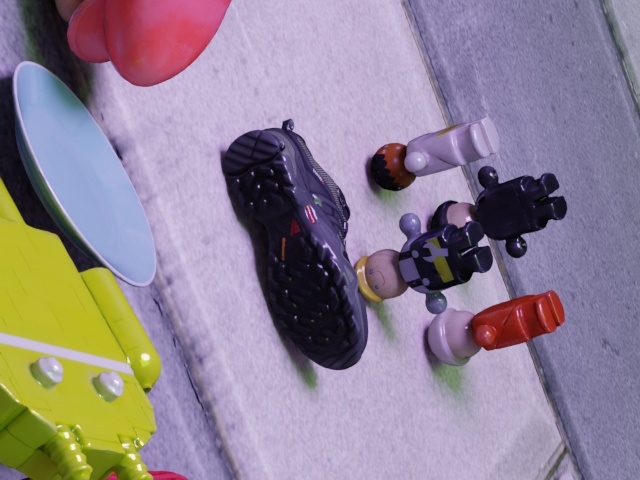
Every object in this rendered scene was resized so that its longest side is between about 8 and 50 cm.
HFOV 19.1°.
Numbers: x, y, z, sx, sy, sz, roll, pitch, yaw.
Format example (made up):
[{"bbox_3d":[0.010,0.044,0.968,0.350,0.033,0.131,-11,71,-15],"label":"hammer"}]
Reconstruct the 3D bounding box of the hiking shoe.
[{"bbox_3d":[0.000,0.000,1.688,0.114,0.086,0.227,-29,101,-58],"label":"hiking shoe"}]

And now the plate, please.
[{"bbox_3d":[-0.180,-0.045,1.401,0.188,0.024,0.188,58,12,-19],"label":"plate"}]

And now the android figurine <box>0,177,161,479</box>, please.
[{"bbox_3d":[-0.195,0.053,1.215,0.248,0.056,0.273,23,28,-56],"label":"android figurine"}]

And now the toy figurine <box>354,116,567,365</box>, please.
[{"bbox_3d":[0.136,0.000,1.893,0.209,0.148,0.213,36,48,-42],"label":"toy figurine"}]

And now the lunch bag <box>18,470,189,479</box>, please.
[{"bbox_3d":[-0.135,0.301,1.261,0.258,0.120,0.293,15,61,-64],"label":"lunch bag"}]

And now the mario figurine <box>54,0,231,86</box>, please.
[{"bbox_3d":[-0.182,-0.260,1.494,0.198,0.170,0.320,-5,66,-26],"label":"mario figurine"}]
